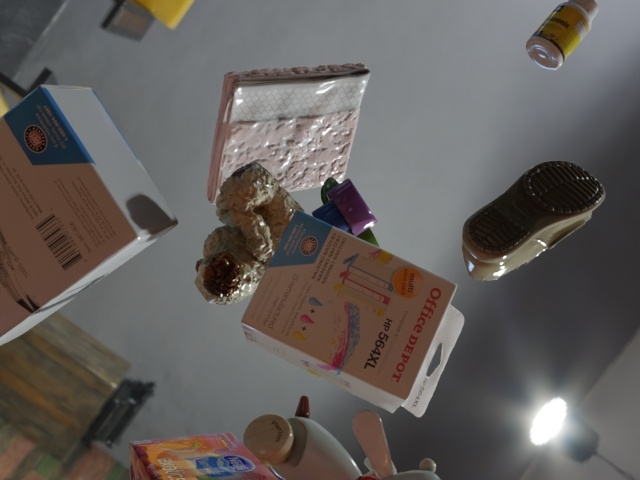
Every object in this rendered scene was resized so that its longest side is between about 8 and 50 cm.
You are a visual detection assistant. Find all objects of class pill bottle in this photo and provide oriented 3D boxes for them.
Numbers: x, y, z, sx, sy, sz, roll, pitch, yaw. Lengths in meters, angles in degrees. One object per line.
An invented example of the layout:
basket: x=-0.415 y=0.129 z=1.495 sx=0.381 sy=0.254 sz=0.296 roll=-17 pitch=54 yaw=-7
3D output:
pill bottle: x=0.374 y=-0.323 z=1.347 sx=0.116 sy=0.065 sz=0.065 roll=-49 pitch=-177 yaw=-13

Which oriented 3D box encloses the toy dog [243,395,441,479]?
toy dog: x=0.044 y=0.349 z=1.451 sx=0.220 sy=0.333 sz=0.161 roll=101 pitch=11 yaw=-56

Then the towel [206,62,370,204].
towel: x=-0.067 y=-0.223 z=1.858 sx=0.331 sy=0.053 sz=0.317 roll=-10 pitch=136 yaw=-27

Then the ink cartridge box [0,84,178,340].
ink cartridge box: x=-0.487 y=-0.031 z=1.469 sx=0.395 sy=0.285 sz=0.166 roll=-33 pitch=179 yaw=17

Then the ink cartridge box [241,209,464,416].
ink cartridge box: x=0.028 y=0.057 z=0.634 sx=0.090 sy=0.143 sz=0.092 roll=93 pitch=22 yaw=-74

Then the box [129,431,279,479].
box: x=-0.136 y=0.342 z=1.044 sx=0.300 sy=0.142 sz=0.154 roll=-175 pitch=-95 yaw=-69

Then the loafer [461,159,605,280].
loafer: x=0.284 y=-0.028 z=1.208 sx=0.268 sy=0.102 sz=0.092 roll=-25 pitch=153 yaw=-30

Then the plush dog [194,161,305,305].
plush dog: x=-0.126 y=0.016 z=1.516 sx=0.225 sy=0.210 sz=0.262 roll=-50 pitch=-176 yaw=-9

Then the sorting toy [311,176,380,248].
sorting toy: x=0.000 y=0.000 z=1.212 sx=0.126 sy=0.127 sz=0.365 roll=-33 pitch=175 yaw=-3
